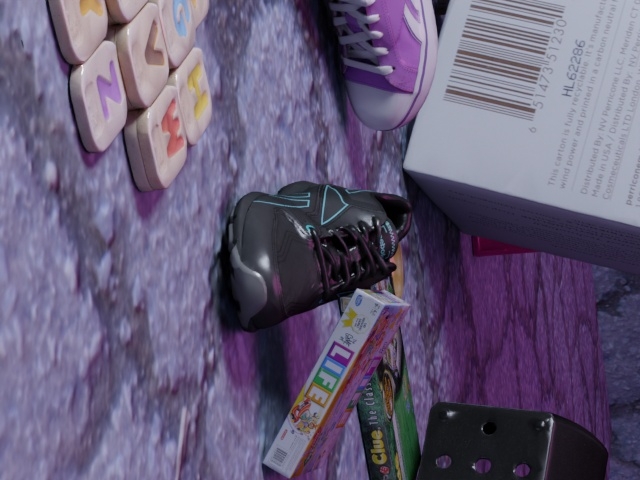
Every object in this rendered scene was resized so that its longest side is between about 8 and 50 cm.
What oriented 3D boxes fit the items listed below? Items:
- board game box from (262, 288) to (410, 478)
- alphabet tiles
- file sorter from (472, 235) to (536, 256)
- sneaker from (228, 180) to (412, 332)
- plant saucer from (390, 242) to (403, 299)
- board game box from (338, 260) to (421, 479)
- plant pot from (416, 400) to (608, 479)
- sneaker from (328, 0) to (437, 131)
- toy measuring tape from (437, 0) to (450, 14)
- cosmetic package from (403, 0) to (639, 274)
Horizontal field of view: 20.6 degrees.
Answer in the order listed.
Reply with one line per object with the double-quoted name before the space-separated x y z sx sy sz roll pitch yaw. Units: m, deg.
"board game box" 0.014 0.111 1.386 0.154 0.026 0.103 -62 167 5
"alphabet tiles" -0.118 -0.183 1.120 0.278 0.021 0.284 -67 149 -62
"file sorter" 0.317 -0.132 2.491 0.182 0.202 0.291 -8 93 -78
"sneaker" 0.000 0.000 1.369 0.267 0.106 0.101 -48 133 -70
"plant saucer" 0.071 0.025 1.829 0.083 0.015 0.083 -4 90 -77
"board game box" 0.061 0.137 1.730 0.136 0.030 0.260 -68 150 -66
"plant pot" 0.178 0.256 1.784 0.167 0.188 0.187 60 38 -58
"sneaker" 0.028 -0.224 1.623 0.161 0.102 0.282 -28 124 -49
"toy measuring tape" 0.160 -0.391 2.149 0.330 0.121 0.121 73 16 -72
"cosmetic package" 0.329 -0.159 2.130 0.393 0.327 0.329 33 72 -73
